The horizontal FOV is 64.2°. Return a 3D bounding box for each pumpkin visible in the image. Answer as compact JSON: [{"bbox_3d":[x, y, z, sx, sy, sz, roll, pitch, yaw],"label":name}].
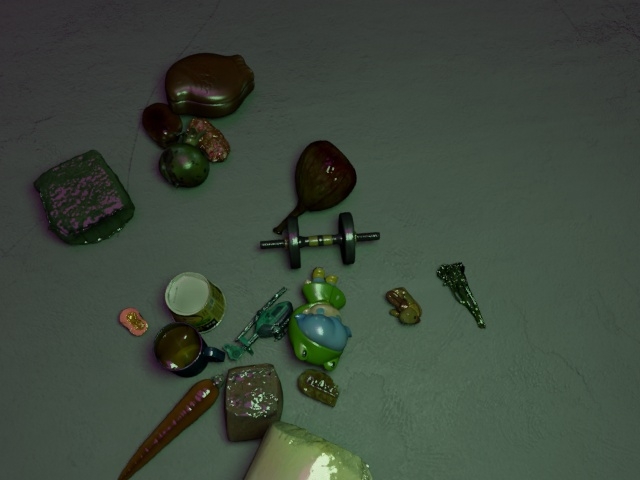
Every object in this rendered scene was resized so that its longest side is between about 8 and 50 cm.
[{"bbox_3d":[-0.487,0.215,1.334,0.050,0.028,0.083,-39,81,-18],"label":"pumpkin"}]

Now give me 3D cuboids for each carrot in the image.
[{"bbox_3d":[-0.358,0.444,1.222,0.336,0.069,0.069,-43,74,-13],"label":"carrot"}]

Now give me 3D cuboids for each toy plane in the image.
[{"bbox_3d":[-0.145,0.224,1.324,0.096,0.060,0.235,36,67,21],"label":"toy plane"}]

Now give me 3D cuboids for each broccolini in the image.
[{"bbox_3d":[0.384,0.148,1.369,0.058,0.074,0.201,-14,69,-26],"label":"broccolini"}]

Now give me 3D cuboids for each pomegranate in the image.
[{"bbox_3d":[-0.393,-0.235,1.463,0.148,0.148,0.169,-7,88,-5],"label":"pomegranate"}]

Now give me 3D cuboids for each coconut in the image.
[{"bbox_3d":[-0.045,0.567,1.048,0.297,0.297,0.310,22,67,8],"label":"coconut"}]

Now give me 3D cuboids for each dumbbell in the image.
[{"bbox_3d":[0.000,0.000,1.378,0.325,0.143,0.143,-5,67,-3],"label":"dumbbell"}]

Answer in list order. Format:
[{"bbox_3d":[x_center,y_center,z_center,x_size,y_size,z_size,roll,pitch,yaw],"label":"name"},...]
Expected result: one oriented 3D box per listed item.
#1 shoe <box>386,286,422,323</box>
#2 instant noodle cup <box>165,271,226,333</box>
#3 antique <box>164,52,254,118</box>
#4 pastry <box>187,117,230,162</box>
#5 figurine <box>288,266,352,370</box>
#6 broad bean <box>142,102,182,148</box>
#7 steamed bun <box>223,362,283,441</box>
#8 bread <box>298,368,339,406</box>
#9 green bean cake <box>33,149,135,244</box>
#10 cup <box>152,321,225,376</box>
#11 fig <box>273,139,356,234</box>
[{"bbox_3d":[0.217,0.175,1.350,0.069,0.072,0.109,2,65,-44],"label":"shoe"},{"bbox_3d":[-0.325,0.153,1.315,0.151,0.122,0.152,0,64,-1],"label":"instant noodle cup"},{"bbox_3d":[-0.343,-0.472,1.571,0.278,0.129,0.224,-29,66,-23],"label":"antique"},{"bbox_3d":[-0.333,-0.300,1.548,0.087,0.063,0.169,-37,77,-6],"label":"pastry"},{"bbox_3d":[0.001,0.197,1.299,0.162,0.143,0.264,30,44,-26],"label":"figurine"},{"bbox_3d":[-0.481,-0.356,1.552,0.114,0.084,0.165,-17,61,-37],"label":"broad bean"},{"bbox_3d":[-0.161,0.386,1.227,0.144,0.106,0.175,-5,64,-4],"label":"steamed bun"},{"bbox_3d":[-0.003,0.361,1.269,0.110,0.060,0.066,22,97,9],"label":"bread"},{"bbox_3d":[-0.656,-0.111,1.421,0.222,0.125,0.227,-29,72,-16],"label":"green bean cake"},{"bbox_3d":[-0.322,0.282,1.249,0.150,0.138,0.113,32,70,12],"label":"cup"},{"bbox_3d":[-0.012,-0.139,1.463,0.190,0.190,0.291,29,109,11],"label":"fig"}]
